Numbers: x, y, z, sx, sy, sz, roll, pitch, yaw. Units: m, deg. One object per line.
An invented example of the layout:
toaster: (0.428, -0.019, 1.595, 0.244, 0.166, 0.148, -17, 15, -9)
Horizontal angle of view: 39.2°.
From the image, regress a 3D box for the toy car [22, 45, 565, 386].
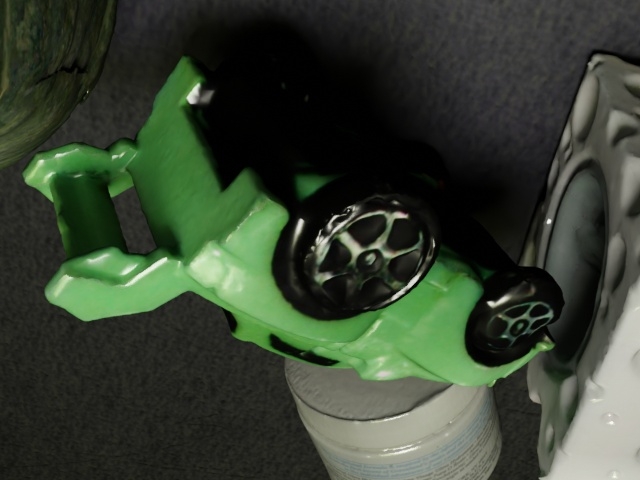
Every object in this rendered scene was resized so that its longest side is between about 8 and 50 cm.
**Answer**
toy car: (0.000, 0.000, 0.630, 0.359, 0.213, 0.176, 28, 110, -40)

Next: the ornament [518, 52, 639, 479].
ornament: (0.297, 0.034, 0.669, 0.240, 0.239, 0.239, 7, 130, -1)

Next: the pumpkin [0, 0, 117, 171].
pumpkin: (-0.273, -0.150, 0.516, 0.292, 0.328, 0.257, -12, 88, 14)

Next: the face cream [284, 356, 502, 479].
face cream: (0.070, 0.144, 0.825, 0.177, 0.177, 0.152, -8, 129, 13)
